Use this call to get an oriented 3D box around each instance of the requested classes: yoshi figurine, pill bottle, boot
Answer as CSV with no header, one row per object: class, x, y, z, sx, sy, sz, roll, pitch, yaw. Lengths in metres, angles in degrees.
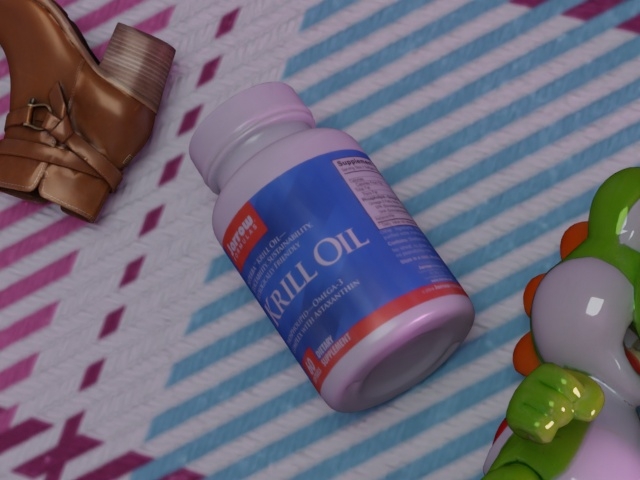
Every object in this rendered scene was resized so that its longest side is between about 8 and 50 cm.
yoshi figurine,0.205,0.122,1.244,0.203,0.203,0.362,15,75,7
pill bottle,0.000,0.000,1.359,0.124,0.124,0.221,-36,68,0
boot,-0.221,-0.109,1.477,0.197,0.073,0.152,21,83,21
